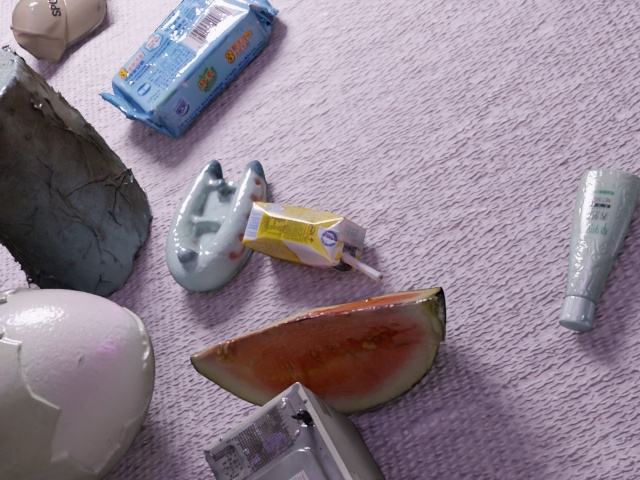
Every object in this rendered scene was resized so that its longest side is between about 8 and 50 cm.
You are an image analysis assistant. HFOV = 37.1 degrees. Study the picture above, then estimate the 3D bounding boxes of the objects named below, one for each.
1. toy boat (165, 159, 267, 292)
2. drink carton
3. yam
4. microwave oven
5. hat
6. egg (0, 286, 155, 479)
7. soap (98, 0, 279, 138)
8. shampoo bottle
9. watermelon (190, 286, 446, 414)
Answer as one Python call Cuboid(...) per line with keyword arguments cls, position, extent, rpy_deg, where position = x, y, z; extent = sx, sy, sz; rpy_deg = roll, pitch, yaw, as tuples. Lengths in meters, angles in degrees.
Cuboid(cls="toy boat", position=(-0.153, -0.028, 1.332), extent=(0.134, 0.079, 0.208), rpy_deg=(7, 66, 29))
Cuboid(cls="drink carton", position=(0.000, 0.000, 1.227), extent=(0.200, 0.084, 0.075), rpy_deg=(11, 80, 32))
Cuboid(cls="yam", position=(-0.411, -0.089, 1.369), extent=(0.241, 0.348, 0.241), rpy_deg=(-15, 46, 17))
Cuboid(cls="microwave oven", position=(0.002, 0.299, 0.994), extent=(0.145, 0.194, 0.240), rpy_deg=(-38, 55, 8))
Cuboid(cls="hat", position=(-0.466, -0.417, 1.684), extent=(0.175, 0.085, 0.147), rpy_deg=(-31, 71, 16))
Cuboid(cls="egg", position=(-0.364, 0.195, 1.197), extent=(0.336, 0.278, 0.278), rpy_deg=(-39, 52, 8))
Cuboid(cls="soap", position=(-0.202, -0.292, 1.502), extent=(0.293, 0.077, 0.156), rpy_deg=(-47, 51, -2))
Cuboid(cls="shampoo bottle", position=(0.308, 0.010, 1.074), extent=(0.069, 0.041, 0.191), rpy_deg=(10, 70, 27))
Cuboid(cls="watermelon", position=(0.021, 0.141, 1.115), extent=(0.303, 0.159, 0.128), rpy_deg=(-14, 88, 20))
